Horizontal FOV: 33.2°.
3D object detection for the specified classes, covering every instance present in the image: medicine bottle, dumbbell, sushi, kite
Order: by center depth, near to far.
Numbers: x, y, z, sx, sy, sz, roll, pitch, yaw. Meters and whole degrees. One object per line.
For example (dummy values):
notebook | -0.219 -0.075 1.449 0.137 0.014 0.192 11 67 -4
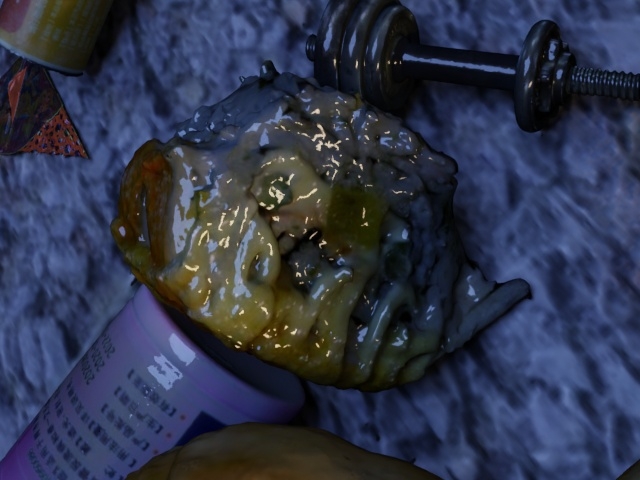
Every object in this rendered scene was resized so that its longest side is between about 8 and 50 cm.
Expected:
sushi | 0.000 0.000 0.744 0.139 0.274 0.184 19 81 59
dumbbell | 0.104 -0.125 0.781 0.255 0.110 0.110 13 83 25
medicine bottle | -0.146 0.168 0.807 0.254 0.152 0.152 -51 59 9
medicine bottle | -0.171 -0.355 0.950 0.108 0.108 0.426 34 106 32
kite | -0.299 -0.138 1.061 0.222 0.008 0.125 3 78 30

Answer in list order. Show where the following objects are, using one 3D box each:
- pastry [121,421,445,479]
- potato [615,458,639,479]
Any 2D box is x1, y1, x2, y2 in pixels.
pastry | -0.031 0.308 0.642 0.410 0.245 0.409 -4 79 19
potato | 0.220 0.177 0.639 0.170 0.080 0.107 -45 50 3
